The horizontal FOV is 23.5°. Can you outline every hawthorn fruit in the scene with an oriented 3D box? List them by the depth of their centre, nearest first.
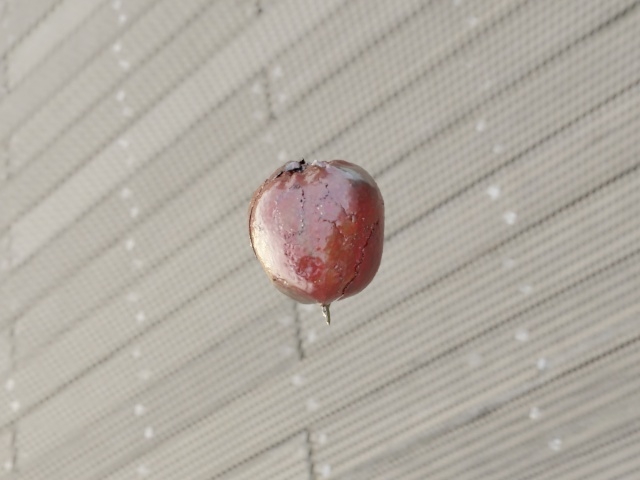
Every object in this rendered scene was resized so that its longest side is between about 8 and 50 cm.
[{"bbox_3d":[0.000,0.000,1.558,0.148,0.148,0.172,-6,98,50],"label":"hawthorn fruit"}]
